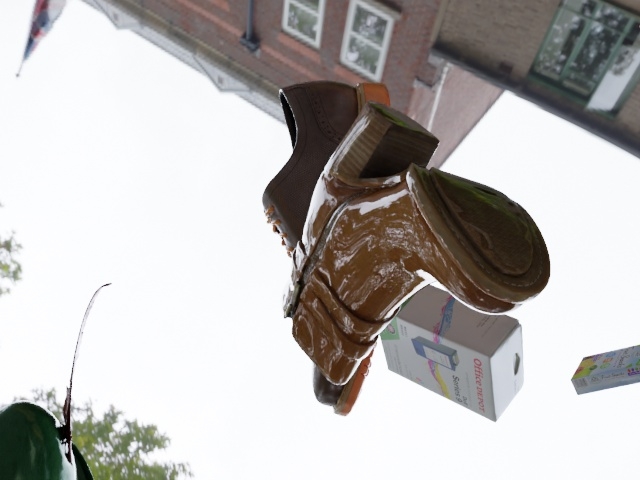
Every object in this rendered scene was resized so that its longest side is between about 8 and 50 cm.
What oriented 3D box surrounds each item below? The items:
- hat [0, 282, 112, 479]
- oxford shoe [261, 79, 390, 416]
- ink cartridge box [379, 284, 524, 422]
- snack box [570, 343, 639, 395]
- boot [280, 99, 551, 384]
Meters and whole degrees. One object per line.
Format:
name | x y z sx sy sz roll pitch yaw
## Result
hat | -0.270 0.182 0.670 0.172 0.184 0.209 -1 -133 -49
oxford shoe | 0.000 0.000 0.751 0.132 0.130 0.364 5 -109 -6
ink cartridge box | 0.199 0.163 1.092 0.212 0.154 0.093 20 -130 37
snack box | 0.537 0.231 1.279 0.100 0.141 0.037 -30 -85 -52
boot | 0.038 0.024 0.396 0.072 0.152 0.197 17 -157 -22
